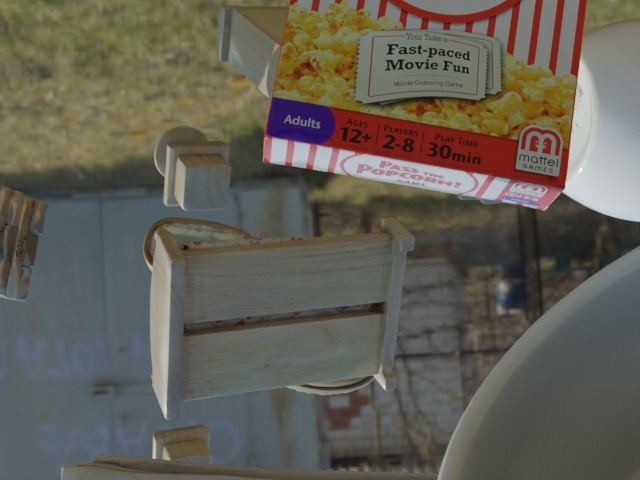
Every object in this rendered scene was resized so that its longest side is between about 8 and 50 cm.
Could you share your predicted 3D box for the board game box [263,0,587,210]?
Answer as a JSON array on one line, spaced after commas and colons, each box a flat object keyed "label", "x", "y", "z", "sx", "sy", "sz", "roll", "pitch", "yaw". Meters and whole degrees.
[{"label": "board game box", "x": 0.058, "y": -0.123, "z": 0.614, "sx": 0.146, "sy": 0.193, "sz": 0.045, "roll": 9, "pitch": 166, "yaw": -1}]

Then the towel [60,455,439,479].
[{"label": "towel", "x": 0.020, "y": 0.248, "z": 0.527, "sx": 0.332, "sy": 0.317, "sz": 0.053, "roll": 3, "pitch": 145, "yaw": 0}]

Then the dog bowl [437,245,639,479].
[{"label": "dog bowl", "x": 0.179, "y": 0.089, "z": 0.419, "sx": 0.265, "sy": 0.104, "sz": 0.265, "roll": -27, "pitch": -157, "yaw": 13}]

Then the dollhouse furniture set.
[{"label": "dollhouse furniture set", "x": 0.000, "y": 0.000, "z": 1.004, "sx": 0.303, "sy": 0.355, "sz": 0.174, "roll": -4, "pitch": -154, "yaw": -22}]

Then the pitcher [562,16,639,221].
[{"label": "pitcher", "x": 0.236, "y": -0.090, "z": 0.774, "sx": 0.207, "sy": 0.178, "sz": 0.125, "roll": 0, "pitch": 130, "yaw": -17}]

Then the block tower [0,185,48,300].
[{"label": "block tower", "x": -0.333, "y": -0.022, "z": 0.907, "sx": 0.097, "sy": 0.091, "sz": 0.335, "roll": 8, "pitch": 173, "yaw": 21}]

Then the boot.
[{"label": "boot", "x": -0.047, "y": 0.072, "z": 1.193, "sx": 0.236, "sy": 0.089, "sz": 0.269, "roll": 10, "pitch": 161, "yaw": 2}]
